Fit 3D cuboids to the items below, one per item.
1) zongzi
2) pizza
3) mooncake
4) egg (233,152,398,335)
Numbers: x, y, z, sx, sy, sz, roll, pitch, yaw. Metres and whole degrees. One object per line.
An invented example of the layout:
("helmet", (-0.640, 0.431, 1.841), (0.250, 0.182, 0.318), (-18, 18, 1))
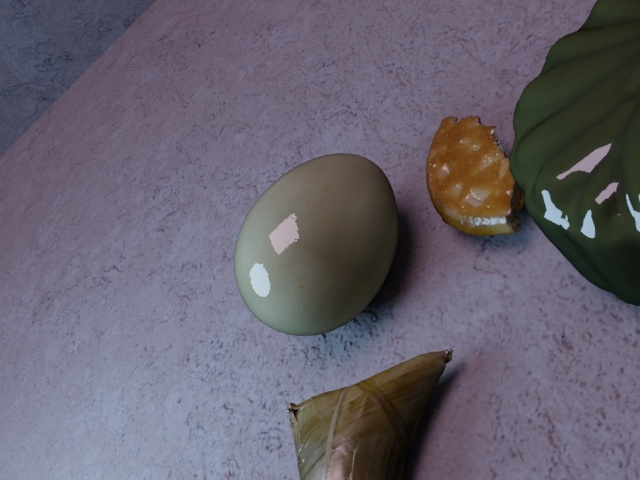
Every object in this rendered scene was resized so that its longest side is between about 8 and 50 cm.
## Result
("zongzi", (0.066, 0.214, 0.937), (0.197, 0.099, 0.194), (-29, 39, 17))
("pizza", (0.188, -0.074, 1.096), (0.127, 0.058, 0.246), (-47, 32, 7))
("mooncake", (0.345, -0.113, 0.846), (0.351, 0.187, 0.351), (-30, 41, 30))
("egg", (0.000, 0.000, 1.125), (0.188, 0.188, 0.254), (1, 54, 49))
